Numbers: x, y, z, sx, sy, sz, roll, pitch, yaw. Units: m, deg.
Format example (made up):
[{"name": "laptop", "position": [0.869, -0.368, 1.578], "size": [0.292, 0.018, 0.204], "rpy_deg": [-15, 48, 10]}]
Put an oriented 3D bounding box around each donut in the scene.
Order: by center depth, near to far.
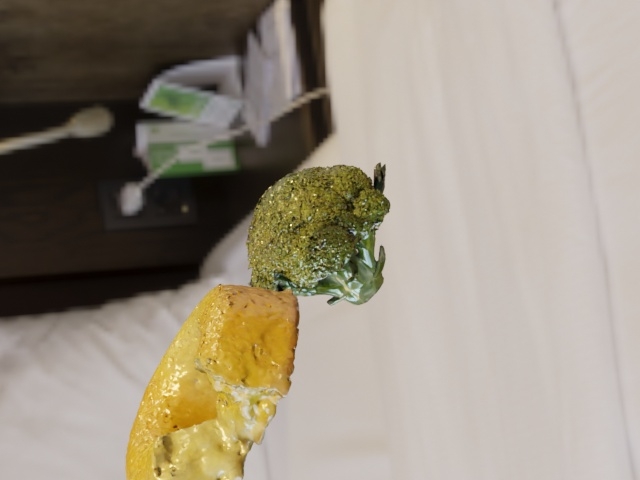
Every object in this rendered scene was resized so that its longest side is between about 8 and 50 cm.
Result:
[{"name": "donut", "position": [-0.046, 0.065, 0.613], "size": [0.108, 0.043, 0.097], "rpy_deg": [-63, 14, 9]}]

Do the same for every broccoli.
[{"name": "broccoli", "position": [0.000, 0.000, 1.186], "size": [0.130, 0.120, 0.131], "rpy_deg": [-33, 18, 26]}]
